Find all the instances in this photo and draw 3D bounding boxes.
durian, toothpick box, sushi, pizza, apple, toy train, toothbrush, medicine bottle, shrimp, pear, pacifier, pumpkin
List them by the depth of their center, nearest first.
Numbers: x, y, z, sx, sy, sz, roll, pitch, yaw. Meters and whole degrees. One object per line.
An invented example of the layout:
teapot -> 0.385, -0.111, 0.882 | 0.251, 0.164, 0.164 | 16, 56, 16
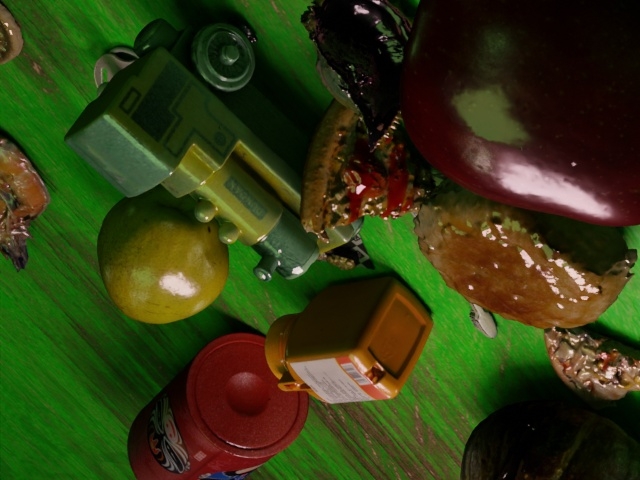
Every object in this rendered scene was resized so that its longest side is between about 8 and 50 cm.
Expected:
apple -> 0.219, -0.159, 1.460 | 0.317, 0.288, 0.288 | 24, 149, -3
durian -> 0.050, -0.213, 1.717 | 0.187, 0.119, 0.108 | 59, 178, -20
pizza -> 0.073, -0.077, 1.841 | 0.199, 0.188, 0.062 | 14, -178, -35
toy train -> -0.102, -0.092, 1.855 | 0.369, 0.237, 0.150 | 43, 145, -19
pacifier -> -0.258, -0.202, 1.988 | 0.099, 0.078, 0.081 | 15, 124, 25
pizza -> 0.384, 0.171, 1.993 | 0.195, 0.052, 0.185 | -1, 140, 40
toothbrush -> 0.166, 0.028, 1.998 | 0.028, 0.026, 0.294 | 20, 151, 46
sushi -> 0.000, 0.000, 2.099 | 0.120, 0.026, 0.126 | 9, 142, 33
pumpkin -> 0.342, 0.349, 2.125 | 0.320, 0.192, 0.320 | 26, 158, 12
medicine bottle -> 0.031, 0.142, 2.154 | 0.222, 0.149, 0.112 | -11, 130, 48
pear -> -0.220, 0.018, 2.173 | 0.198, 0.198, 0.198 | 22, 148, 15
shrimp -> -0.479, -0.061, 2.391 | 0.164, 0.062, 0.317 | 13, 142, 22
toothpick box -> -0.170, 0.294, 2.493 | 0.204, 0.204, 0.333 | 35, 150, -6

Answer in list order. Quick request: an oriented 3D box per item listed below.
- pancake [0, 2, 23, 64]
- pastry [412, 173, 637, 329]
pancake -> -0.468, -0.293, 2.085 | 0.151, 0.025, 0.152 | 20, 147, 14
pastry -> 0.238, 0.002, 1.816 | 0.257, 0.121, 0.236 | 35, 153, -10
